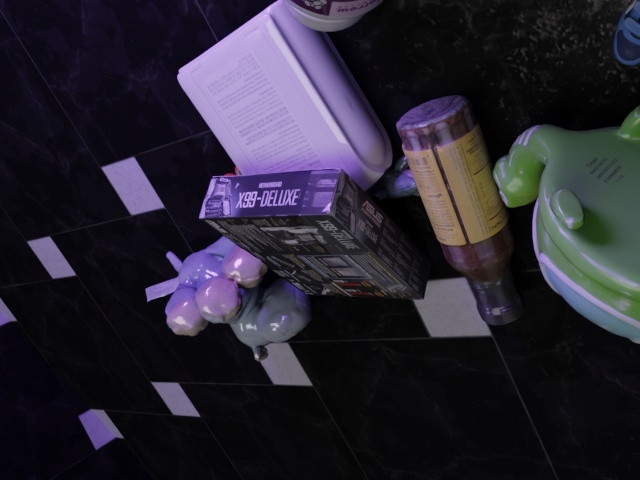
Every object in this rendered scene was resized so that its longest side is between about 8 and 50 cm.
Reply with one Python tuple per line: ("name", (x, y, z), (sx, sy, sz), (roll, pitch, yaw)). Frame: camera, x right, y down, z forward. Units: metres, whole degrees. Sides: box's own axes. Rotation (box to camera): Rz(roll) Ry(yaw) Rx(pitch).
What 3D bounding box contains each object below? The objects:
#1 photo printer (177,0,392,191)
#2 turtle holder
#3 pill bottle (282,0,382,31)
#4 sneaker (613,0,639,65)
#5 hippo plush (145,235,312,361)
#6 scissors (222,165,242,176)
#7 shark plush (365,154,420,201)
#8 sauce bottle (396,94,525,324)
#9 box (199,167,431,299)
("photo printer", (-0.048, -0.185, 1.101), (0.256, 0.107, 0.307), (-18, 112, 45))
("turtle holder", (0.349, -0.006, 0.854), (0.321, 0.243, 0.227), (13, 148, 17))
("pill bottle", (0.021, -0.349, 0.794), (0.169, 0.169, 0.301), (41, 172, 1))
("sneaker", (0.360, -0.248, 0.776), (0.053, 0.059, 0.144), (30, 138, 10))
("hippo plush", (-0.154, 0.131, 1.335), (0.294, 0.234, 0.236), (-23, 122, 34))
("scissors", (-0.089, -0.013, 1.340), (0.109, 0.021, 0.297), (-13, 114, 43))
("shark plush", (0.096, -0.084, 1.105), (0.161, 0.067, 0.073), (-3, 122, 39))
("sauce bottle", (0.211, -0.033, 1.029), (0.111, 0.111, 0.344), (-2, 122, 38))
("box", (0.000, 0.000, 1.132), (0.243, 0.076, 0.307), (-1, 153, 36))
